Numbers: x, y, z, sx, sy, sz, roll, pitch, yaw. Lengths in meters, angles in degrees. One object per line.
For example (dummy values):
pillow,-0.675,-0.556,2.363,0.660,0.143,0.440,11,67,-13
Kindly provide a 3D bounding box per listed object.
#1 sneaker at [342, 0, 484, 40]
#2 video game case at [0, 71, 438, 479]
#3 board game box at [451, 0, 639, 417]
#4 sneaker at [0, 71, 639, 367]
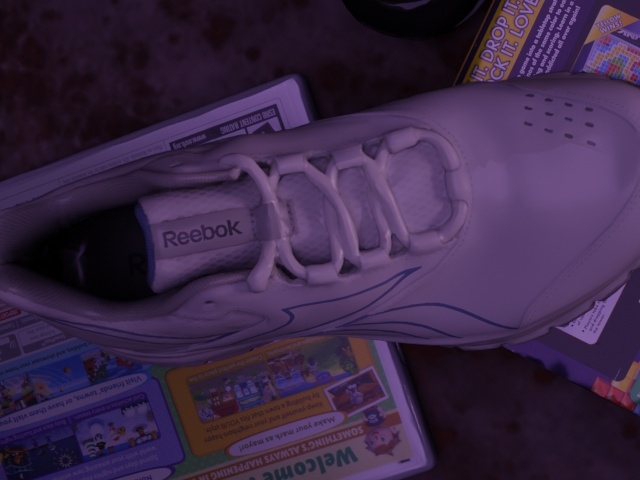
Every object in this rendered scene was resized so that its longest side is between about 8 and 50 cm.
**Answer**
sneaker,0.047,-0.226,0.681,0.107,0.124,0.283,13,98,12
video game case,-0.074,0.046,0.785,0.212,0.023,0.193,-19,90,13
board game box,0.119,-0.029,0.723,0.141,0.048,0.170,28,101,11
sneaker,0.000,0.000,0.665,0.297,0.129,0.111,-14,82,22
